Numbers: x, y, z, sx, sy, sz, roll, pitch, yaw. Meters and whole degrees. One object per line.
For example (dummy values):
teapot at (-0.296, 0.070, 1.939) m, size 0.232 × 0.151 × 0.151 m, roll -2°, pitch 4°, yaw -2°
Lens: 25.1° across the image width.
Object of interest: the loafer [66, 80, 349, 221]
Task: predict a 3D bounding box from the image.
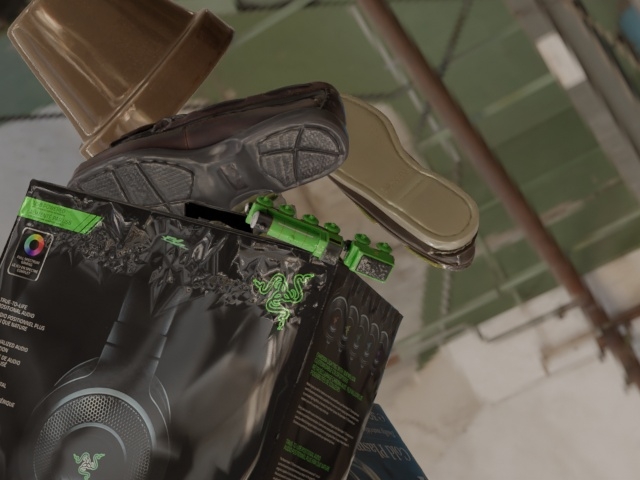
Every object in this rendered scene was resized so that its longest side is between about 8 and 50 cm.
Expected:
loafer at (-0.114, -0.088, 1.480) m, size 0.095 × 0.302 × 0.109 m, roll -88°, pitch -21°, yaw -47°

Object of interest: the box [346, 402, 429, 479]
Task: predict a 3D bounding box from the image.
box at (-0.019, 0.442, 1.708) m, size 0.480 × 0.297 × 0.472 m, roll 18°, pitch -146°, yaw -58°

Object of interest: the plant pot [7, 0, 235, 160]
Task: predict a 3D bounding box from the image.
plant pot at (-0.279, -0.253, 1.902) m, size 0.229 × 0.263 × 0.263 m, roll 42°, pitch -151°, yaw -14°

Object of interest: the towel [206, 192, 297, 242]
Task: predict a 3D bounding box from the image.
towel at (-0.152, 0.138, 1.992) m, size 0.320 × 0.090 × 0.375 m, roll -37°, pitch -42°, yaw -37°

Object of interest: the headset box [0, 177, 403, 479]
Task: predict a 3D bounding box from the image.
headset box at (-0.108, 0.114, 0.952) m, size 0.131 × 0.246 × 0.283 m, roll 42°, pitch -114°, yaw -62°

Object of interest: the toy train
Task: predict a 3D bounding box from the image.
toy train at (0.000, 0.000, 0.733) m, size 0.083 × 0.017 × 0.024 m, roll 21°, pitch -154°, yaw -11°

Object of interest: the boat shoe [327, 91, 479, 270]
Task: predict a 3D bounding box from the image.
boat shoe at (0.087, -0.079, 1.927) m, size 0.324 × 0.116 × 0.097 m, roll 41°, pitch 161°, yaw 28°
